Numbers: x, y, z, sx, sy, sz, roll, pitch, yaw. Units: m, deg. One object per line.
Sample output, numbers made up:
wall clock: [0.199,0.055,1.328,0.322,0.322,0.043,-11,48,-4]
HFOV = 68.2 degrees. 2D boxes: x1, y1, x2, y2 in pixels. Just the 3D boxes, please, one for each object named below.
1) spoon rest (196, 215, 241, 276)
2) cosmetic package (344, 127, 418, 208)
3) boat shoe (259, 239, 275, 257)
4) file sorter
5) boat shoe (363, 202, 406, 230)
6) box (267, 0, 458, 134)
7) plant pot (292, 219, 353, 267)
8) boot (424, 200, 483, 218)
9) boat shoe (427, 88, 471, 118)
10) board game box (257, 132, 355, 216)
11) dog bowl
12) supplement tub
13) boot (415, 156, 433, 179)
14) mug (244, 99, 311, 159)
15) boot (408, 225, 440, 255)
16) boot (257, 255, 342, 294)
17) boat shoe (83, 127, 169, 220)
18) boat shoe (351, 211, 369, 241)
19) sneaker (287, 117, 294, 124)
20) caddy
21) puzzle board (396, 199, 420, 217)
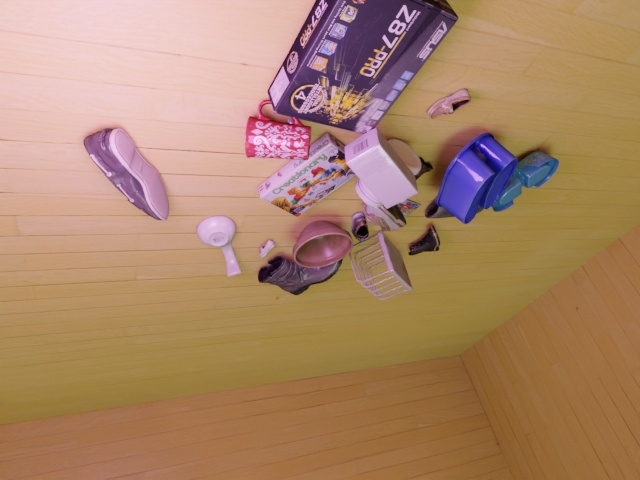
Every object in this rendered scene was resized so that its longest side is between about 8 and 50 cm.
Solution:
spoon rest: [-0.357,0.012,1.718,0.137,0.084,0.276,-16,135,-5]
cosmetic package: [0.183,-0.209,1.402,0.117,0.086,0.231,-26,133,26]
boat shoe: [-0.217,0.031,1.845,0.035,0.035,0.100,33,132,-18]
file sorter: [0.263,0.124,2.075,0.173,0.193,0.277,-24,148,17]
boat shoe: [0.215,-0.107,1.763,0.103,0.113,0.302,-30,143,21]
box: [0.092,-0.456,1.175,0.318,0.097,0.395,3,144,-35]
plant pot: [0.000,0.000,1.826,0.237,0.110,0.237,-12,147,-8]
boot: [0.555,-0.146,1.923,0.208,0.076,0.190,10,138,-26]
boat shoe: [0.394,-0.410,1.442,0.135,0.045,0.050,-29,147,18]
board game box: [-0.031,-0.205,1.544,0.305,0.053,0.193,-34,144,25]
dog bowl: [0.771,-0.233,1.828,0.297,0.074,0.166,-36,149,6]
supplement tub: [0.219,-0.218,1.559,0.144,0.144,0.200,7,141,-34]
boot: [0.330,-0.243,1.685,0.114,0.037,0.106,-33,143,32]
mug: [-0.112,-0.286,1.277,0.169,0.113,0.150,7,134,1]
boot: [0.458,0.012,2.112,0.136,0.077,0.198,-15,148,6]
boot: [-0.085,0.112,1.963,0.338,0.118,0.222,-39,137,24]
boat shoe: [-0.525,-0.176,1.311,0.095,0.112,0.335,-3,144,10]
boat shoe: [0.161,-0.036,1.889,0.066,0.066,0.183,-19,148,2]
sneaker: [-0.091,-0.294,1.378,0.061,0.054,0.152,-10,148,-7]
caddy: [0.539,-0.225,1.686,0.241,0.179,0.341,-34,154,-20]
puzzle board: [0.327,-0.127,1.883,0.128,0.011,0.096,14,136,-40]
